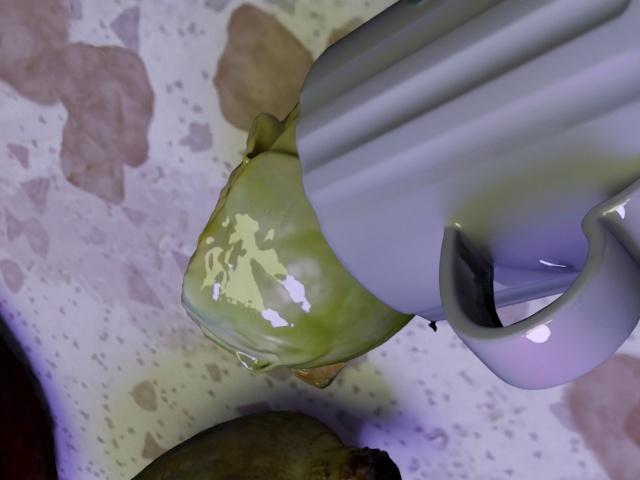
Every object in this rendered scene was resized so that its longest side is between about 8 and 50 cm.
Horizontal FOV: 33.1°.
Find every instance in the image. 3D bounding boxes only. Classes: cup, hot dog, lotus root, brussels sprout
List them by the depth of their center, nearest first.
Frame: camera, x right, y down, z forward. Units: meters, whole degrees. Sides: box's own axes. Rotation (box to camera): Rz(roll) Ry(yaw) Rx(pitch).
[{"bbox_3d":[0.090,-0.050,0.444,0.202,0.221,0.166,-22,92,42],"label":"cup"},{"bbox_3d":[0.003,0.004,0.578,0.122,0.149,0.151,26,140,3],"label":"brussels sprout"},{"bbox_3d":[0.007,0.063,0.680,0.030,0.034,0.090,29,148,0],"label":"hot dog"},{"bbox_3d":[-0.066,0.206,0.728,0.173,0.173,0.309,47,125,-1],"label":"lotus root"}]

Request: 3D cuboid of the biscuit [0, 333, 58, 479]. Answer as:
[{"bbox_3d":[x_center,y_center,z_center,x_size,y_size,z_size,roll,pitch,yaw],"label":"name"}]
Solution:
[{"bbox_3d":[-0.396,0.144,0.947,0.407,0.091,0.407,17,125,26],"label":"biscuit"}]
